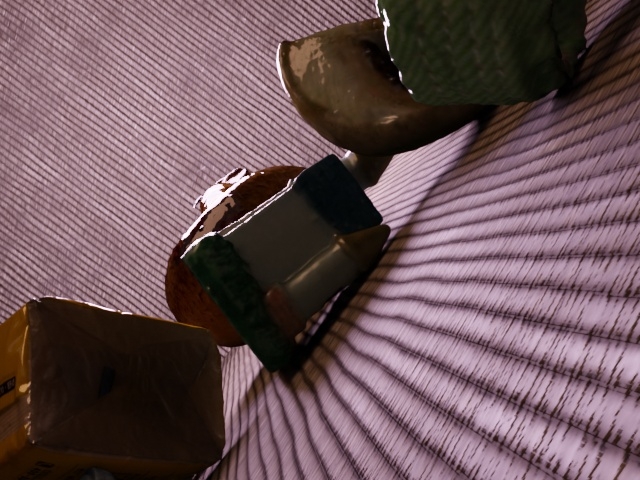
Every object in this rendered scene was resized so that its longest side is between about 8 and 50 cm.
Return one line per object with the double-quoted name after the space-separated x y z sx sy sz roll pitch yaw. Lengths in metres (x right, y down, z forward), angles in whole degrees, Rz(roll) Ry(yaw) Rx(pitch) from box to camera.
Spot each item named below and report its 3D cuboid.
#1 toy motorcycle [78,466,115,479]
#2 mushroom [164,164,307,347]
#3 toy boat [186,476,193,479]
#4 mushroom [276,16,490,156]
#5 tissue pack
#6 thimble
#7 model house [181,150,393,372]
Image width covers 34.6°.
-0.335 0.417 1.218 0.319 0.182 0.241 -49 5 40 "toy motorcycle"
-0.123 -0.014 1.751 0.331 0.356 0.334 -34 -24 28 "mushroom"
-0.206 0.321 1.508 0.173 0.069 0.059 -58 20 -2 "toy boat"
0.123 -0.185 1.328 0.292 0.212 0.217 -23 -30 13 "mushroom"
-0.354 0.253 1.417 0.382 0.293 0.228 -33 52 42 "tissue pack"
0.146 -0.225 0.885 0.219 0.150 0.219 1 -90 -66 "thimble"
0.000 0.000 1.368 0.325 0.194 0.267 -40 -1 -5 "model house"
